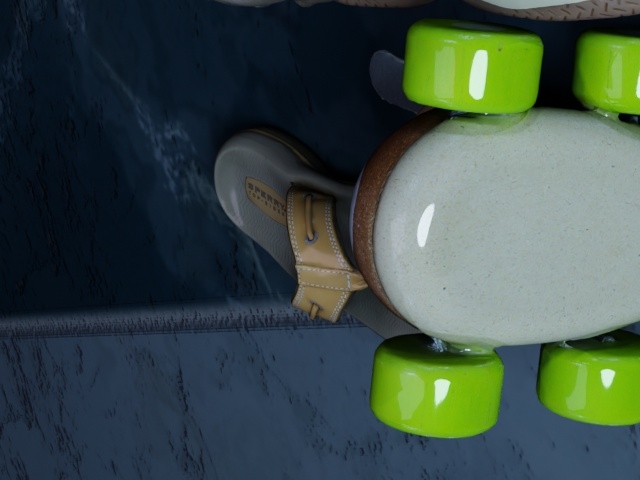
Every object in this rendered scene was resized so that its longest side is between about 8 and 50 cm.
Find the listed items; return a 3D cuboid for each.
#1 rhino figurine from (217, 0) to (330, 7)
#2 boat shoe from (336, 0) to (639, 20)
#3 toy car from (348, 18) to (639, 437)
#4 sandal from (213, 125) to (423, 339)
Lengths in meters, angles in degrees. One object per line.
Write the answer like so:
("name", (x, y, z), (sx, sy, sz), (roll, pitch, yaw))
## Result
("rhino figurine", (-0.014, -0.208, 0.768), (0.073, 0.106, 0.243), (44, 138, 36))
("boat shoe", (0.074, -0.142, 0.654), (0.257, 0.095, 0.095), (5, 126, 47))
("toy car", (0.057, -0.022, 0.739), (0.188, 0.149, 0.155), (-150, 63, -61))
("sandal", (0.000, 0.000, 0.891), (0.219, 0.060, 0.090), (33, 131, 44))
